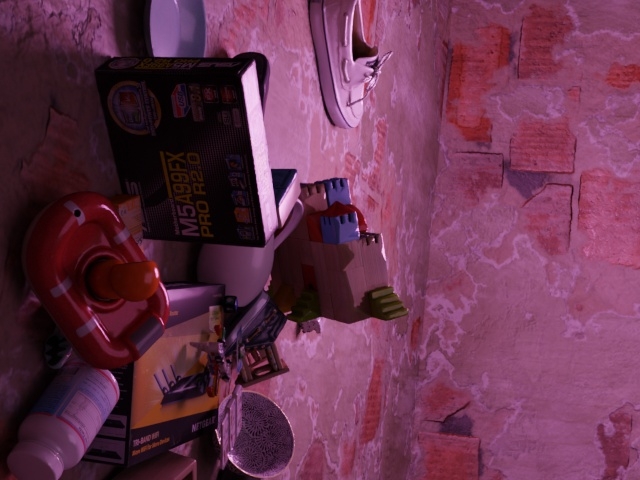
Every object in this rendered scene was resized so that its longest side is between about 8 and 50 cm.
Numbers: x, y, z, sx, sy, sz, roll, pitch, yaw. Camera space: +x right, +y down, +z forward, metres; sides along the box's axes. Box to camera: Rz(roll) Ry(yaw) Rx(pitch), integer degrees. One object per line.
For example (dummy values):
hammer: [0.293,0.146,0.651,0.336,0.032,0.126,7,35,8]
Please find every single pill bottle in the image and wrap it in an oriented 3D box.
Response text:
pill bottle: [-0.324,0.231,1.259,0.160,0.087,0.087,-63,151,-50]

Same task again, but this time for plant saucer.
plant saucer: [-0.229,-0.325,1.521,0.195,0.037,0.195,4,90,-71]

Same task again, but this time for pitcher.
pitcher: [-0.116,0.007,1.718,0.177,0.125,0.207,16,96,-47]

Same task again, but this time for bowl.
bowl: [-0.138,0.368,1.829,0.080,0.170,0.170,-44,-166,40]

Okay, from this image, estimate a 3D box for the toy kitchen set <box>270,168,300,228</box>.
toy kitchen set: [-0.152,-0.118,1.512,0.122,0.207,0.166,-67,154,-57]

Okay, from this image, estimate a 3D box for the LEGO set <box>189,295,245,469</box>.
LEGO set: [-0.161,0.218,1.603,0.182,0.060,0.244,-68,160,-77]

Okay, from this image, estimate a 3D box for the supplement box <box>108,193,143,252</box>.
supplement box: [-0.282,-0.011,1.420,0.062,0.036,0.099,-39,131,-66]

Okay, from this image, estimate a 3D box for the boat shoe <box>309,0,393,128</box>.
boat shoe: [0.087,-0.409,2.287,0.136,0.156,0.367,-67,154,-44]

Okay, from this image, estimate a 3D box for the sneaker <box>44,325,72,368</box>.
sneaker: [-0.325,0.128,1.313,0.069,0.038,0.098,55,42,-62]

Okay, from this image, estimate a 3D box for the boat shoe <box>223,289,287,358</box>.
boat shoe: [-0.136,0.175,1.732,0.183,0.065,0.083,-48,117,-13]

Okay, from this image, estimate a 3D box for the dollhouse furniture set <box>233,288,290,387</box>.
dollhouse furniture set: [-0.146,0.156,1.858,0.161,0.101,0.182,-145,-143,-72]

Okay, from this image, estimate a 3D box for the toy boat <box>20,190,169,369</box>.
toy boat: [-0.258,0.046,1.241,0.151,0.151,0.231,-48,119,-39]

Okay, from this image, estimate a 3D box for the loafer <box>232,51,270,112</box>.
loafer: [-0.140,-0.196,1.724,0.095,0.109,0.303,78,20,-50]

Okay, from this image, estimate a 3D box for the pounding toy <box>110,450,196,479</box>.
pounding toy: [-0.275,0.435,1.463,0.206,0.094,0.181,-35,132,-56]

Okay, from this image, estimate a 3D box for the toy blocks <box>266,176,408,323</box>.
toy blocks: [0.000,0.000,1.862,0.190,0.381,0.261,-14,101,-28]

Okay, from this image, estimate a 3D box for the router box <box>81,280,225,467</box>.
router box: [-0.243,0.188,1.510,0.309,0.081,0.243,-1,95,-72]

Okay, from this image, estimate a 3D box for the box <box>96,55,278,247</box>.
box: [-0.184,-0.123,1.413,0.060,0.216,0.270,-61,150,-54]

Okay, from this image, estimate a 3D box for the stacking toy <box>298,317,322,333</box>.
stacking toy: [-0.013,0.081,2.263,0.167,0.052,0.221,-63,149,-54]

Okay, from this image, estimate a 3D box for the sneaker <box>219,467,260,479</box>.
sneaker: [-0.132,0.527,1.851,0.109,0.130,0.286,56,40,-60]
